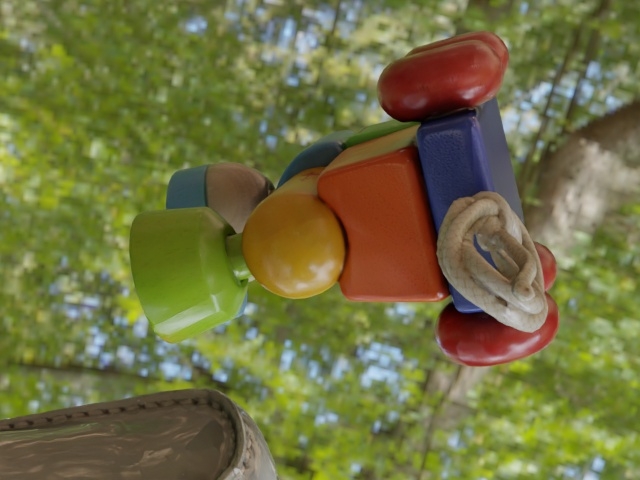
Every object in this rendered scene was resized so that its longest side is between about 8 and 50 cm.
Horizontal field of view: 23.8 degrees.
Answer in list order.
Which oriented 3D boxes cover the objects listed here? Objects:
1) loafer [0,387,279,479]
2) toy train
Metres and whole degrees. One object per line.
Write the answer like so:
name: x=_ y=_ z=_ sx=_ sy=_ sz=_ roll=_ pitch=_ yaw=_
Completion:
loafer: x=-0.169 y=0.117 z=0.546 sx=0.319 sy=0.111 sz=0.112 roll=-20 pitch=-145 yaw=-15
toy train: x=0.000 y=0.000 z=0.506 sx=0.143 sy=0.105 sz=0.248 roll=-13 pitch=-172 yaw=10
